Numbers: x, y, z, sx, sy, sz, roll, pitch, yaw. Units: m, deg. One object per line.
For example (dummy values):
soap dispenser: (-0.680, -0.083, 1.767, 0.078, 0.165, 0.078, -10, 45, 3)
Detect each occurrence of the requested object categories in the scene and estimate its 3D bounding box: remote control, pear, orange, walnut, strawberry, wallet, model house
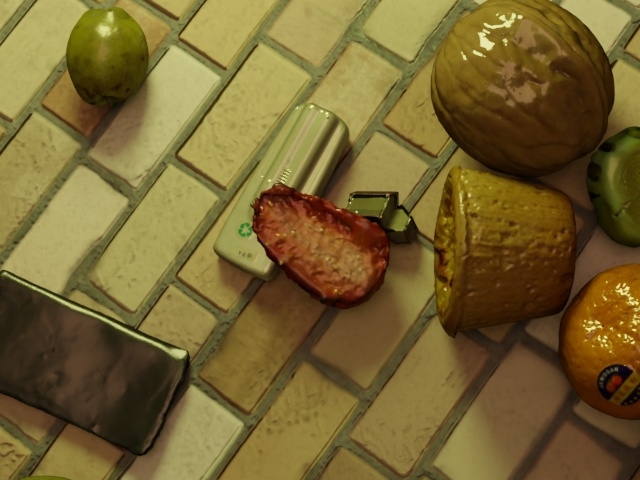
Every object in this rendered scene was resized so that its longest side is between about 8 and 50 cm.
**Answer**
remote control: (-0.047, -0.065, 1.623, 0.090, 0.049, 0.230, 27, 83, 15)
pear: (-0.277, -0.239, 1.673, 0.107, 0.107, 0.131, -6, 87, 7)
orange: (0.358, 0.116, 1.460, 0.177, 0.155, 0.177, -12, 73, 45)
walnut: (0.243, -0.182, 1.532, 0.228, 0.228, 0.228, -2, 76, 8)
strawberry: (0.000, 0.000, 1.569, 0.188, 0.082, 0.121, 40, 91, -2)
wallet: (-0.311, 0.154, 1.618, 0.285, 0.030, 0.146, 22, 77, 11)
model house: (0.078, -0.033, 1.600, 0.083, 0.057, 0.058, 0, 48, 27)

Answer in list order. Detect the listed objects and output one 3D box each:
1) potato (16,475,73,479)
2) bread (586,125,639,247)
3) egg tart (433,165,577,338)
potato: (-0.309, 0.381, 1.503, 0.197, 0.148, 0.228, -44, 77, 11)
bread: (0.377, -0.063, 1.539, 0.130, 0.071, 0.139, -43, 101, -8)
egg tart: (0.214, 0.017, 1.501, 0.147, 0.202, 0.202, 4, 77, -2)
